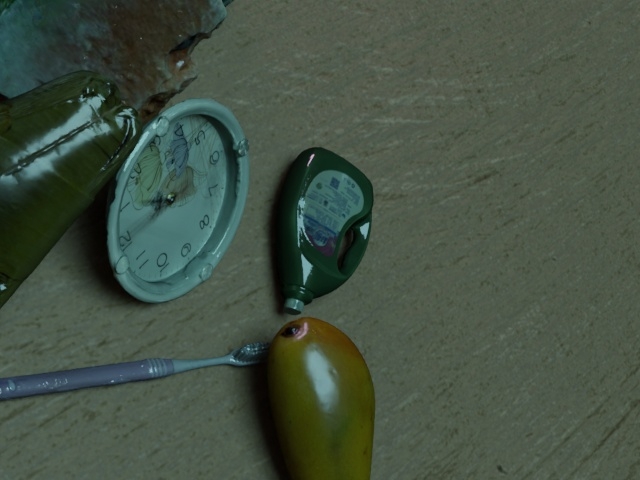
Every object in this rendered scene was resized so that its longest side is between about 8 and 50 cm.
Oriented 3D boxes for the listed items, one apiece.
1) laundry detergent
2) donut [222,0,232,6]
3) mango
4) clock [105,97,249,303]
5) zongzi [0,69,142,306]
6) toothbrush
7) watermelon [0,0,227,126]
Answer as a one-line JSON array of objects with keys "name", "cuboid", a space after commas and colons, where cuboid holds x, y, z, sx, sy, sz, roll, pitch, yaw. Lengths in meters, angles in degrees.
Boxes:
[{"name": "laundry detergent", "cuboid": [0.000, 0.000, 1.594, 0.137, 0.063, 0.210, 34, 57, -34]}, {"name": "donut", "cuboid": [-0.201, -0.376, 1.533, 0.272, 0.107, 0.272, 17, 64, -39]}, {"name": "mango", "cuboid": [0.008, 0.209, 1.498, 0.138, 0.113, 0.253, -25, 105, -63]}, {"name": "clock", "cuboid": [-0.167, -0.048, 1.436, 0.236, 0.053, 0.236, -35, 135, -43]}, {"name": "zongzi", "cuboid": [-0.359, -0.107, 1.248, 0.300, 0.145, 0.274, 40, 85, -11]}, {"name": "toothbrush", "cuboid": [-0.192, 0.140, 1.415, 0.354, 0.029, 0.024, -4, 62, -39]}, {"name": "watermelon", "cuboid": [-0.239, -0.242, 1.347, 0.264, 0.151, 0.302, -44, 109, 2]}]
